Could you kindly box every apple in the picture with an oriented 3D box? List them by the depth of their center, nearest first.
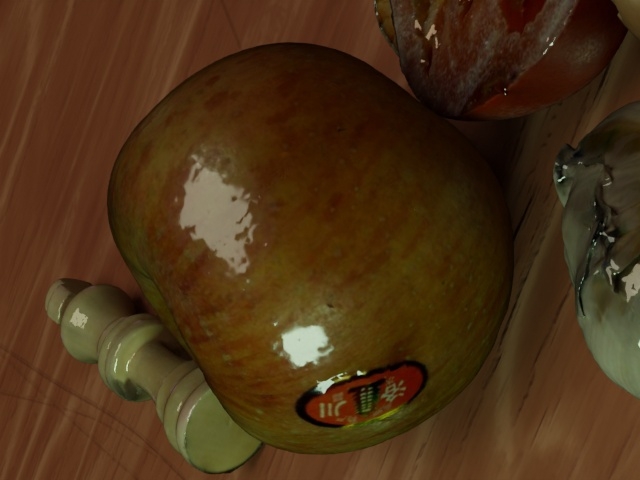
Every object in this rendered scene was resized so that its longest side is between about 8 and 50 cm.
[{"bbox_3d":[0.000,0.000,1.740,0.333,0.400,0.400,-31,49,-9],"label":"apple"}]

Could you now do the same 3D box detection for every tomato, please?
[{"bbox_3d":[0.205,-0.266,1.715,0.338,0.143,0.338,-22,64,55],"label":"tomato"}]

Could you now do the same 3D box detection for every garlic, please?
[{"bbox_3d":[0.344,-0.003,1.446,0.322,0.241,0.322,-1,79,7],"label":"garlic"}]

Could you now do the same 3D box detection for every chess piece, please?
[{"bbox_3d":[-0.210,0.137,2.140,0.397,0.117,0.117,30,105,49],"label":"chess piece"}]

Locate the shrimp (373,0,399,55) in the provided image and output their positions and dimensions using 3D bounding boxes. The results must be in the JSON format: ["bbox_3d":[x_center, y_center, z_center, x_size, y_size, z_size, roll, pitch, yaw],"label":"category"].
[{"bbox_3d":[0.124,-0.263,1.896,0.195,0.035,0.148,-49,47,39],"label":"shrimp"}]

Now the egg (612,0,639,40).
[{"bbox_3d":[0.356,-0.234,1.512,0.244,0.201,0.201,22,98,38],"label":"egg"}]
